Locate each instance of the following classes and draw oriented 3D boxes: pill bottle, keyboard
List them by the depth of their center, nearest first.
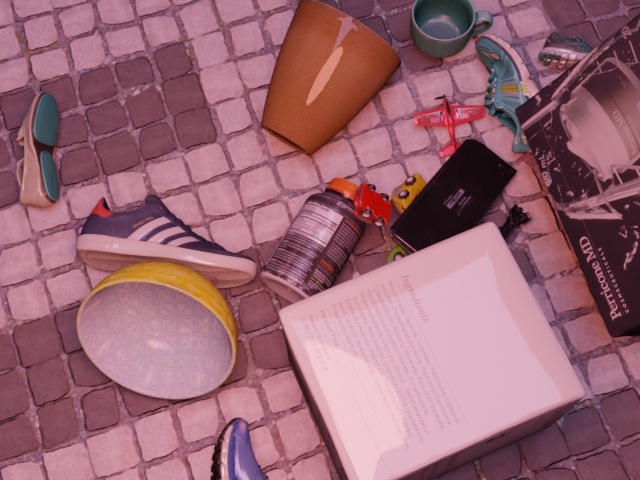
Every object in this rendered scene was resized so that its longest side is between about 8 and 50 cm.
[{"bbox_3d":[0.000,0.000,1.840,0.130,0.130,0.245,29,73,11],"label":"pill bottle"},{"bbox_3d":[0.287,-0.050,1.862,0.201,0.033,0.317,40,59,5],"label":"keyboard"}]

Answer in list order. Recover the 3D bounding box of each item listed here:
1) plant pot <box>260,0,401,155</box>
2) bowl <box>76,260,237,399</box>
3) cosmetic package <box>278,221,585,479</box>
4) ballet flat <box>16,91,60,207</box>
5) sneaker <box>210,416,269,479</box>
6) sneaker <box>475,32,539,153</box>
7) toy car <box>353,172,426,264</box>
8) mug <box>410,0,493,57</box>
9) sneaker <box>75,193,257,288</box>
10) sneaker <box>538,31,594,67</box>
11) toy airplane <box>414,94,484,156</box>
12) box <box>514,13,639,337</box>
[{"bbox_3d":[-0.004,-0.306,1.919,0.237,0.237,0.254,31,89,11],"label":"plant pot"},{"bbox_3d":[-0.279,0.134,1.755,0.290,0.289,0.156,9,39,4],"label":"bowl"},{"bbox_3d":[0.173,0.227,1.650,0.394,0.329,0.327,-23,71,-6],"label":"cosmetic package"},{"bbox_3d":[-0.579,-0.182,1.948,0.086,0.086,0.248,-5,71,-1],"label":"ballet flat"},{"bbox_3d":[-0.105,0.472,1.692,0.147,0.130,0.330,-9,73,-17],"label":"sneaker"},{"bbox_3d":[0.379,-0.302,1.959,0.110,0.107,0.275,-25,71,2],"label":"sneaker"},{"bbox_3d":[0.143,-0.008,1.850,0.053,0.239,0.224,-10,93,38],"label":"toy car"},{"bbox_3d":[0.264,-0.441,2.009,0.158,0.097,0.129,30,73,10],"label":"mug"},{"bbox_3d":[-0.286,-0.009,1.853,0.350,0.131,0.148,11,63,0],"label":"sneaker"},{"bbox_3d":[0.543,-0.394,2.008,0.167,0.065,0.076,15,67,5],"label":"sneaker"},{"bbox_3d":[0.269,-0.231,1.971,0.151,0.028,0.151,1,70,-4],"label":"toy airplane"},{"bbox_3d":[0.668,-0.145,1.666,0.297,0.472,0.479,-3,65,-38],"label":"box"}]
